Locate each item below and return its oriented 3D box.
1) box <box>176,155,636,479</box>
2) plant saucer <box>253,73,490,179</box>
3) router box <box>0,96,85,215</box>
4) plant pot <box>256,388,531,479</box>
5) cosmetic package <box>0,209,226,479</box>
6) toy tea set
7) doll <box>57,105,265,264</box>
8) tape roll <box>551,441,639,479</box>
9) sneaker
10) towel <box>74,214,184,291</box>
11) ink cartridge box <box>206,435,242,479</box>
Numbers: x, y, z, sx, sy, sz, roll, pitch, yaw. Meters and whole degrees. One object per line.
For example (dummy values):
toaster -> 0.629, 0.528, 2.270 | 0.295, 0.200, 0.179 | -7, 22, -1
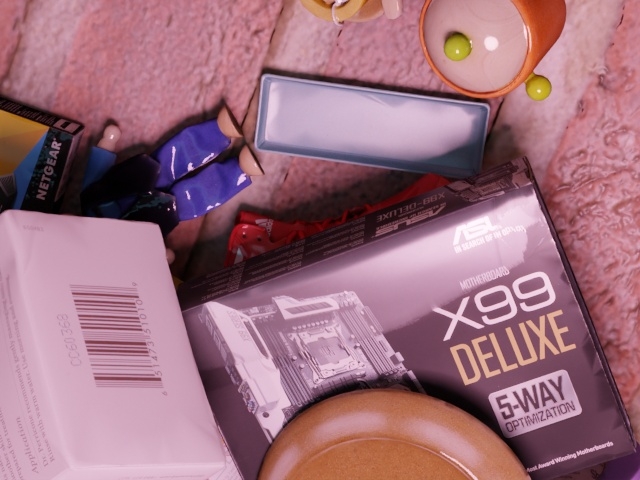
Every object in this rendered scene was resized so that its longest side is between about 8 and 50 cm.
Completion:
box -> 0.067, 0.100, 1.331 | 0.307, 0.076, 0.242 | -20, 108, 10
plant saucer -> 0.043, -0.096, 1.393 | 0.192, 0.018, 0.067 | 8, 106, 4
router box -> -0.292, -0.034, 1.428 | 0.133, 0.046, 0.179 | 19, 107, 0
plant pot -> 0.056, 0.230, 1.296 | 0.236, 0.032, 0.236 | 5, 110, 15
cosmetic package -> -0.271, 0.162, 1.320 | 0.385, 0.156, 0.217 | -35, 62, 37
toy tea set -> 0.047, -0.227, 1.251 | 0.336, 0.124, 0.200 | 16, 120, 27
doll -> -0.147, -0.042, 1.398 | 0.189, 0.046, 0.129 | -29, 85, 4
tape roll -> 0.183, 0.230, 1.380 | 0.189, 0.189, 0.080 | -15, 103, 9
sneaker -> 0.000, 0.000, 1.389 | 0.128, 0.087, 0.221 | 42, 104, -8
towel -> -0.132, 0.077, 1.425 | 0.237, 0.021, 0.102 | 31, 110, 11
ink cartridge box -> -0.074, 0.250, 1.494 | 0.232, 0.066, 0.189 | 42, 107, 15
